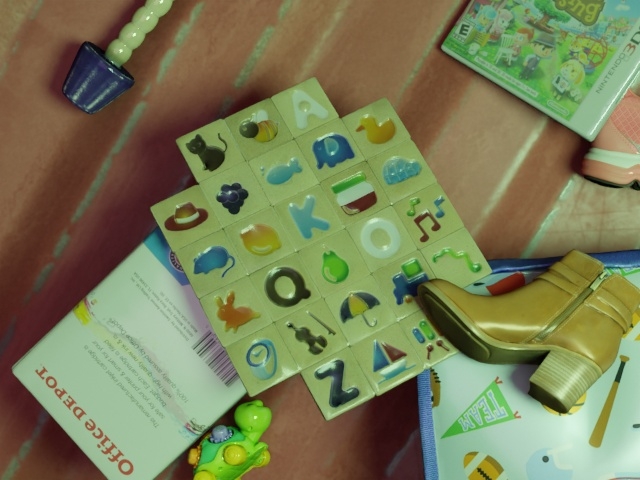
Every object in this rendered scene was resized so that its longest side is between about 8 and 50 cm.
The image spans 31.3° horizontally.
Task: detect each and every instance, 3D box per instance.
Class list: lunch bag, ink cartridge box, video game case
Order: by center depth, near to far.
[{"bbox_3d":[0.273,0.205,1.245,0.327,0.239,0.386,-5,98,10],"label":"lunch bag"},{"bbox_3d":[0.272,-0.246,1.287,0.212,0.023,0.193,36,98,24],"label":"video game case"},{"bbox_3d":[-0.166,0.117,1.309,0.270,0.197,0.198,-43,87,7],"label":"ink cartridge box"}]

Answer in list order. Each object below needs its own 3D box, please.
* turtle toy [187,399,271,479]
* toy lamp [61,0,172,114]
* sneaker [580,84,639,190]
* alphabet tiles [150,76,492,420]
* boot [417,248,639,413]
[{"bbox_3d":[-0.106,0.249,1.372,0.130,0.095,0.066,-42,67,7],"label":"turtle toy"},{"bbox_3d":[-0.204,-0.268,1.351,0.080,0.080,0.275,40,97,3],"label":"toy lamp"},{"bbox_3d":[0.452,-0.117,1.262,0.313,0.116,0.136,4,93,7],"label":"sneaker"},{"bbox_3d":[0.000,0.000,1.192,0.285,0.011,0.343,-27,74,-11],"label":"alphabet tiles"},{"bbox_3d":[0.210,0.061,1.139,0.197,0.073,0.152,36,71,10],"label":"boot"}]
